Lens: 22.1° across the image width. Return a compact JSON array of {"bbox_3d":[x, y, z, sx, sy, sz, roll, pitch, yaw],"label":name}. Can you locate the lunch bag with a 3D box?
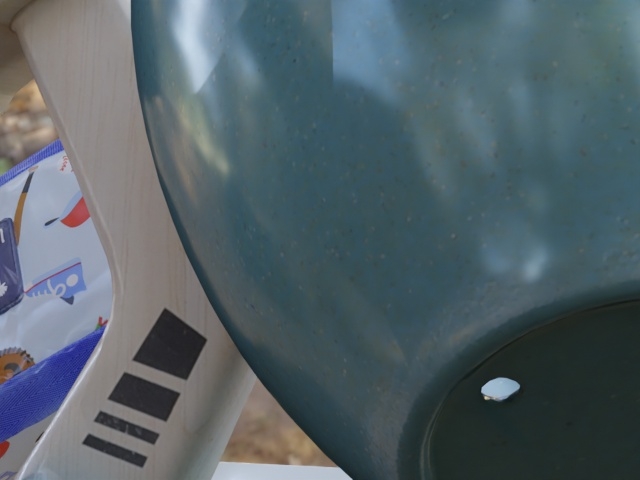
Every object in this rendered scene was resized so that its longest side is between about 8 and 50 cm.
[{"bbox_3d":[-0.212,0.050,1.356,0.328,0.239,0.385,-31,14,11],"label":"lunch bag"}]

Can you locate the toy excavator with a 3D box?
[{"bbox_3d":[-0.071,0.129,0.660,0.433,0.445,0.222,36,13,21],"label":"toy excavator"}]

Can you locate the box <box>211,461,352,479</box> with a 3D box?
[{"bbox_3d":[-0.079,0.332,1.091,0.168,0.345,0.215,8,44,-34],"label":"box"}]

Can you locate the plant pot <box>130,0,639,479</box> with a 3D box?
[{"bbox_3d":[0.084,-0.014,0.483,0.290,0.290,0.195,-13,44,11],"label":"plant pot"}]
